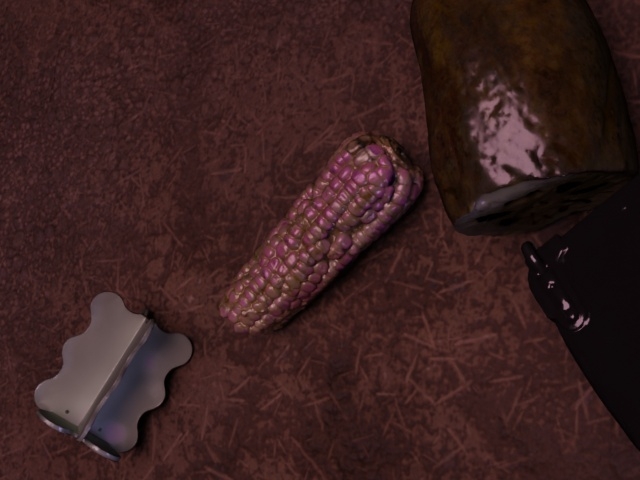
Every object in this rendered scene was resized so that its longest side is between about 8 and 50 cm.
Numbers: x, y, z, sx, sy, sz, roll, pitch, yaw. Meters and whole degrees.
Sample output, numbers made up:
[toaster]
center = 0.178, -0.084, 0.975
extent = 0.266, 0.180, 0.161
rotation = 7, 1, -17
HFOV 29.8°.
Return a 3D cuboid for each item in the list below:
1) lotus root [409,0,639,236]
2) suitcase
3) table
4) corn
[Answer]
[lotus root]
center = 0.229, -0.188, 1.444
extent = 0.250, 0.250, 0.346
rotation = -25, 64, 24
[suitcase]
center = 0.430, 0.051, 1.267
extent = 0.345, 0.188, 0.339
rotation = -40, 49, 16
[table]
center = -0.296, 0.189, 1.729
extent = 0.166, 0.166, 0.198
rotation = 31, 88, 32
[corn]
center = -0.002, -0.001, 1.608
extent = 0.335, 0.126, 0.127
rotation = -49, 59, 15
